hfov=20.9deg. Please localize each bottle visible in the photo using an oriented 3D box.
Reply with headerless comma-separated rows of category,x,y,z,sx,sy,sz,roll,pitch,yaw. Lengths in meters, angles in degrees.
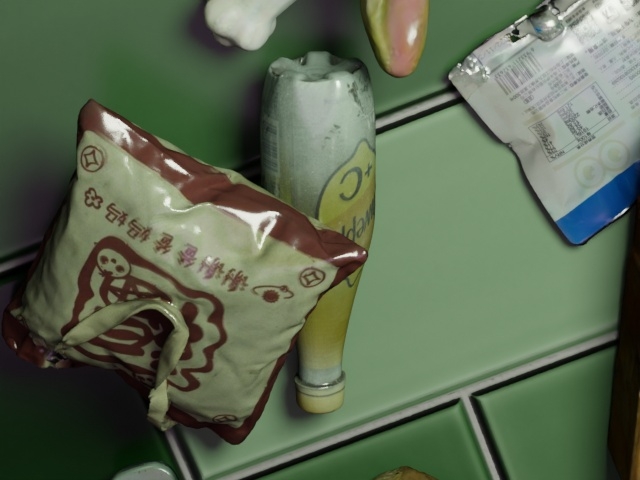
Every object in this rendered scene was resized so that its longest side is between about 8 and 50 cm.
bottle,0.000,0.000,1.252,0.083,0.083,0.269,-3,114,-2

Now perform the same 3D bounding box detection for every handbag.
handbag,-0.103,0.029,1.217,0.213,0.127,0.235,26,134,-5

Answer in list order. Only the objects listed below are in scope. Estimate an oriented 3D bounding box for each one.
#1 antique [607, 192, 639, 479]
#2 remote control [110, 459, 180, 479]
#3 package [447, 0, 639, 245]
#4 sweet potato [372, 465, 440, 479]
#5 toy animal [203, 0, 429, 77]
antique,0.276,0.036,1.263,0.093,0.087,0.310,1,112,-3
remote control,-0.108,0.269,1.346,0.072,0.042,0.222,-17,108,4
package,0.207,-0.106,1.259,0.171,0.027,0.173,-36,108,4
sweet potato,0.140,0.288,1.342,0.112,0.085,0.286,-35,106,21
toy animal,0.050,-0.262,1.120,0.181,0.180,0.363,41,97,30
